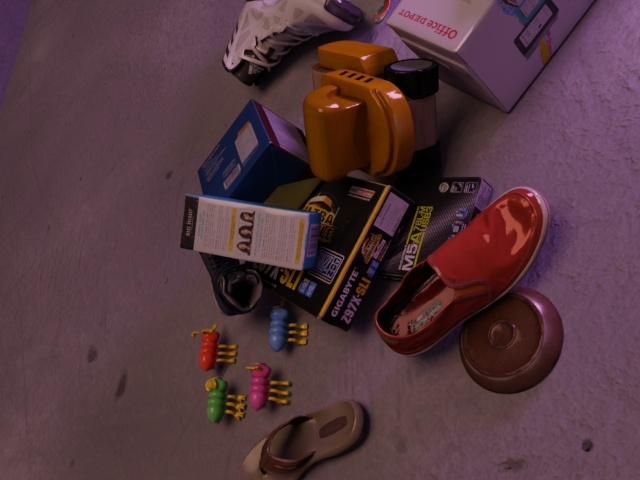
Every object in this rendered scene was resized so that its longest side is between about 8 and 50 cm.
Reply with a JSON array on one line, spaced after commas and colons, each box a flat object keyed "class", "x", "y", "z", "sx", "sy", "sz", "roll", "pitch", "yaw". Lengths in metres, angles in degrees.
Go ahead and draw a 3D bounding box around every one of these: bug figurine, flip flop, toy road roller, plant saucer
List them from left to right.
[{"class": "bug figurine", "x": -0.153, "y": 0.238, "z": 1.375, "sx": 0.279, "sy": 0.072, "sz": 0.216, "roll": -21, "pitch": 55, "yaw": 33}, {"class": "flip flop", "x": -0.045, "y": 0.350, "z": 1.207, "sx": 0.277, "sy": 0.080, "sz": 0.112, "roll": -34, "pitch": 49, "yaw": 24}, {"class": "toy road roller", "x": 0.051, "y": -0.224, "z": 1.276, "sx": 0.330, "sy": 0.241, "sz": 0.202, "roll": 32, "pitch": 136, "yaw": 50}, {"class": "plant saucer", "x": 0.277, "y": 0.144, "z": 1.064, "sx": 0.169, "sy": 0.029, "sz": 0.168, "roll": -21, "pitch": 54, "yaw": 33}]

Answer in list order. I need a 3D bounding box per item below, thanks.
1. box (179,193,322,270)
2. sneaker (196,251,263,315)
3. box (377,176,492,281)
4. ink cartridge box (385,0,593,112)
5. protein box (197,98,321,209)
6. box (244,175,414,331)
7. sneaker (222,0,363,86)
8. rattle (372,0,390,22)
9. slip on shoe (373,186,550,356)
[{"class": "box", "x": -0.125, "y": -0.017, "z": 1.248, "sx": 0.245, "sy": 0.060, "sz": 0.100, "roll": 10, "pitch": 97, "yaw": 21}, {"class": "sneaker", "x": -0.178, "y": 0.035, "z": 1.342, "sx": 0.226, "sy": 0.086, "sz": 0.163, "roll": 70, "pitch": 162, "yaw": -2}, {"class": "box", "x": 0.186, "y": -0.018, "z": 1.224, "sx": 0.184, "sy": 0.045, "sz": 0.190, "roll": 7, "pitch": 72, "yaw": 43}, {"class": "ink cartridge box", "x": 0.297, "y": -0.405, "z": 1.222, "sx": 0.270, "sy": 0.197, "sz": 0.198, "roll": -53, "pitch": 44, "yaw": 6}, {"class": "protein box", "x": -0.123, "y": -0.132, "z": 1.397, "sx": 0.199, "sy": 0.136, "sz": 0.201, "roll": -50, "pitch": 33, "yaw": 18}, {"class": "box", "x": 0.000, "y": 0.000, "z": 1.327, "sx": 0.322, "sy": 0.079, "sz": 0.257, "roll": 23, "pitch": 86, "yaw": 57}, {"class": "sneaker", "x": -0.079, "y": -0.464, "z": 1.659, "sx": 0.447, "sy": 0.169, "sz": 0.257, "roll": 33, "pitch": 101, "yaw": 55}, {"class": "rattle", "x": 0.181, "y": -0.574, "z": 1.546, "sx": 0.130, "sy": 0.143, "sz": 0.199, "roll": 142, "pitch": 126, "yaw": -67}, {"class": "slip on shoe", "x": 0.211, "y": 0.048, "z": 1.070, "sx": 0.331, "sy": 0.101, "sz": 0.123, "roll": -45, "pitch": 56, "yaw": 13}]
